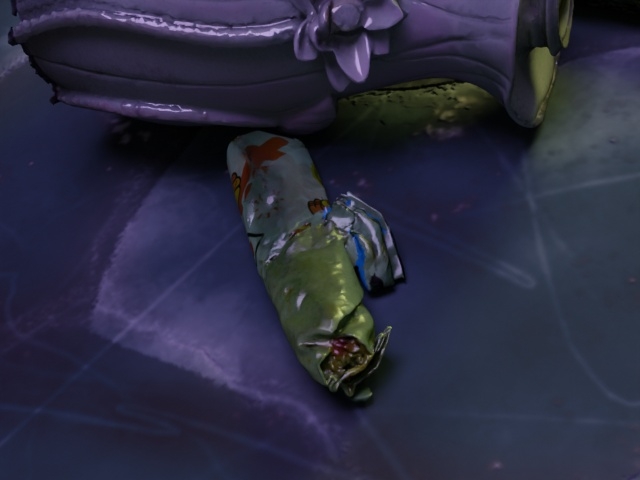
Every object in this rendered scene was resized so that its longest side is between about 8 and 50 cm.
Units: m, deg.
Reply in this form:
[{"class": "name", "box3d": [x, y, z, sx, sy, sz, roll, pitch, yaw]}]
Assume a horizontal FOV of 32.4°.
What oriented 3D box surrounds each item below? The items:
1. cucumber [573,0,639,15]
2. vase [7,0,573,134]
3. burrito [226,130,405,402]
[{"class": "cucumber", "box3d": [0.260, -0.227, 0.926, 0.241, 0.074, 0.074, 22, 60, 34]}, {"class": "vase", "box3d": [-0.018, -0.203, 0.911, 0.445, 0.250, 0.250, 6, 52, 21]}, {"class": "burrito", "box3d": [0.000, 0.000, 0.833, 0.104, 0.054, 0.288, -21, 43, -1]}]
